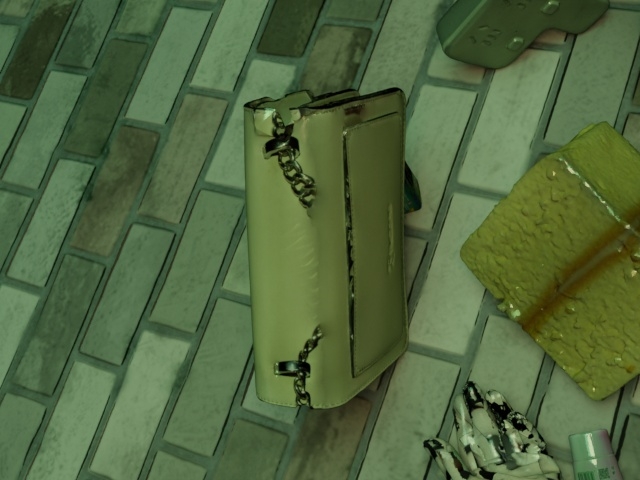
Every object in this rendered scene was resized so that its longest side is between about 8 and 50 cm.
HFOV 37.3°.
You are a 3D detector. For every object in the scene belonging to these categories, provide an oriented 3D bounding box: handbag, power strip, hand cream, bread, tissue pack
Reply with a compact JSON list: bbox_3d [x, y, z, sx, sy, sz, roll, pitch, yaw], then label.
[{"bbox_3d":[0.000,0.000,1.162,0.160,0.237,0.358,3,105,21],"label":"handbag"},{"bbox_3d":[0.302,-0.332,1.280,0.265,0.194,0.059,-46,49,43],"label":"power strip"},{"bbox_3d":[0.328,0.309,1.098,0.076,0.047,0.174,-15,73,16],"label":"hand cream"},{"bbox_3d":[0.333,0.026,1.146,0.263,0.198,0.236,49,132,16],"label":"bread"},{"bbox_3d":[0.084,-0.086,1.315,0.085,0.111,0.079,-15,64,16],"label":"tissue pack"}]

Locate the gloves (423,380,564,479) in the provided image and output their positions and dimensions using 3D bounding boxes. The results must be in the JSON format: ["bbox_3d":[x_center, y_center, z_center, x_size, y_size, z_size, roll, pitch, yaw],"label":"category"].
[{"bbox_3d":[0.211,0.268,1.130,0.128,0.111,0.212,-37,32,11],"label":"gloves"}]
